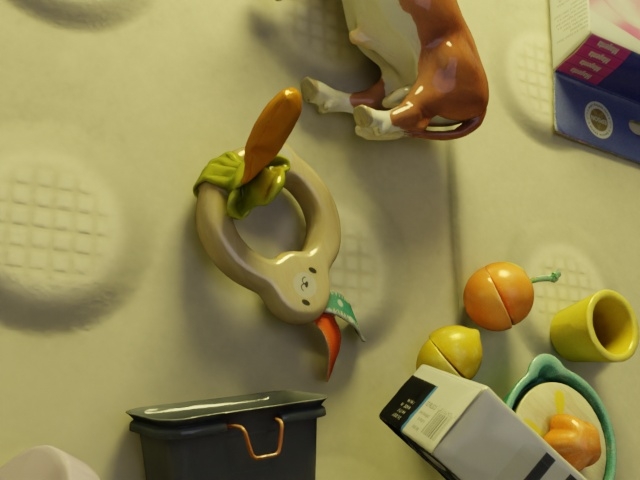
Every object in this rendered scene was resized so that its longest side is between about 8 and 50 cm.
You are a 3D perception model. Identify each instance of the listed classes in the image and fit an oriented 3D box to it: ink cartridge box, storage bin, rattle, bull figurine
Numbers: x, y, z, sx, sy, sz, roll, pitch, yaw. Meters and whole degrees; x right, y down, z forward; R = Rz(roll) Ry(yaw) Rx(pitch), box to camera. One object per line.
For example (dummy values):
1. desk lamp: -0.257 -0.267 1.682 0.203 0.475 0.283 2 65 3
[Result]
1. ink cartridge box: 0.405 -0.243 1.065 0.324 0.071 0.330 13 67 -28
2. storage bin: -0.059 0.160 0.644 0.135 0.098 0.091 -3 87 -32
3. rattle: 0.000 0.000 0.701 0.130 0.143 0.199 -17 78 -53
4. bull figurine: 0.048 -0.229 0.822 0.188 0.101 0.310 -24 86 -31
5. ink cartridge box: 0.195 0.226 0.663 0.333 0.165 0.065 41 82 -4

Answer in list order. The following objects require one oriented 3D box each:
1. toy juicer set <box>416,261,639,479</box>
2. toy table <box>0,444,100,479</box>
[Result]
1. toy juicer set: 0.174 0.164 0.782 0.209 0.089 0.329 29 63 -22
2. toy table: -0.236 0.204 0.442 0.161 0.252 0.274 42 45 -33
